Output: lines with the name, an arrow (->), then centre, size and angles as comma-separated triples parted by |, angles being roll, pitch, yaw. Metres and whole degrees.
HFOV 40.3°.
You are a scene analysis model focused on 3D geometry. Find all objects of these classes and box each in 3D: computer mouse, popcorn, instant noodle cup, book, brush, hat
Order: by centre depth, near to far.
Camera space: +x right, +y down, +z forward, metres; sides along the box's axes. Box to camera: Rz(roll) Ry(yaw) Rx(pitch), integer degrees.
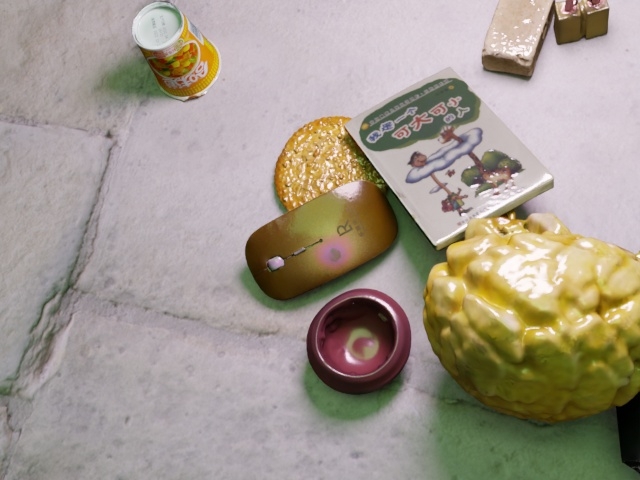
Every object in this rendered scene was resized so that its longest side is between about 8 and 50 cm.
popcorn -> 0.361, 0.144, 1.454 | 0.354, 0.344, 0.390 | -25, 39, -37
hat -> 0.074, 0.193, 1.653 | 0.205, 0.089, 0.206 | -3, 70, 7
brush -> 0.506, -0.464, 1.688 | 0.103, 0.233, 0.047 | -12, 71, 11
book -> 0.239, -0.170, 1.689 | 0.260, 0.043, 0.371 | -29, 53, -6
computer mouse -> 0.000, 0.000, 1.723 | 0.310, 0.072, 0.158 | -27, 90, 5
instant noodle cup -> -0.319, -0.418, 1.891 | 0.168, 0.185, 0.169 | -4, 72, 12

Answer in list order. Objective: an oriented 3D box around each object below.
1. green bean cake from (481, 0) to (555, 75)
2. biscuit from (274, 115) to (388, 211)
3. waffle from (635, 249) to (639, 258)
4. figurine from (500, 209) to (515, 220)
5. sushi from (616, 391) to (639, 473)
green bean cake -> 0.406, -0.432, 1.782 | 0.109, 0.085, 0.179 | 19, 76, 17
biscuit -> 0.023, -0.143, 1.803 | 0.253, 0.035, 0.254 | -4, 72, 12
waffle -> 0.667, 0.108, 1.558 | 0.262, 0.060, 0.281 | 25, 80, 19
figurine -> 0.321, 0.008, 1.640 | 0.121, 0.122, 0.176 | 18, 84, -21
sushi -> 0.632, 0.327, 1.403 | 0.227, 0.212, 0.215 | -34, 27, 35
